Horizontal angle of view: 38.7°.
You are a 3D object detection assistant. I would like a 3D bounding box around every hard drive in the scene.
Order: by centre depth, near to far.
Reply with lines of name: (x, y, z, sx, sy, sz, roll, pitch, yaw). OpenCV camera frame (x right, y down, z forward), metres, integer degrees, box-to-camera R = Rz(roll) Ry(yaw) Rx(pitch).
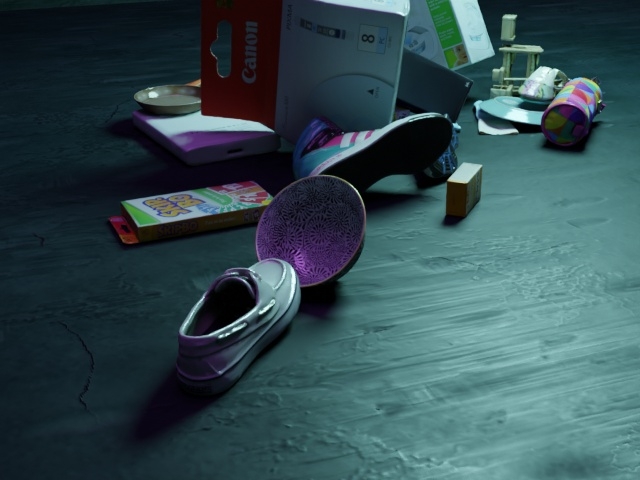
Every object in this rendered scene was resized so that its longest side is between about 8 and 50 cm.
hard drive: (-0.242, -0.230, 1.897, 0.203, 0.040, 0.307, -13, 27, -27)

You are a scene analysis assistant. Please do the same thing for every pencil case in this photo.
pencil case: (0.531, -0.272, 1.907, 0.104, 0.104, 0.236, 10, 27, 23)

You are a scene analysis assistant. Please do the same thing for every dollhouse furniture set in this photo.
dollhouse furniture set: (0.467, -0.426, 2.151, 0.101, 0.181, 0.161, 7, 25, 17)

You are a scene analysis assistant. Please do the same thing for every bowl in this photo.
bowl: (0.000, 0.000, 1.286, 0.170, 0.170, 0.080, 15, -16, 31)

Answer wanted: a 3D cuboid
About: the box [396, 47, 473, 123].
box: (0.150, -0.339, 1.867, 0.261, 0.103, 0.184, 20, 4, -25)

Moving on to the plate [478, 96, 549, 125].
plate: (0.442, -0.289, 2.004, 0.188, 0.024, 0.188, 8, 23, -3)

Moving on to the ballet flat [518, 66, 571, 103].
ballet flat: (0.506, -0.346, 2.035, 0.077, 0.079, 0.221, 29, 21, 30)

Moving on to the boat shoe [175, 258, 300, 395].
boat shoe: (-0.100, 0.078, 1.116, 0.096, 0.088, 0.267, 11, 31, 23)

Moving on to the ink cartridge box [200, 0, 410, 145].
ink cartridge box: (-0.045, -0.318, 1.698, 0.385, 0.308, 0.091, 9, 37, 4)

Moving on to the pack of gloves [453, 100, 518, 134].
pack of gloves: (0.324, -0.289, 2.015, 0.195, 0.046, 0.232, 0, 24, 3)

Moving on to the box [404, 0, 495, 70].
box: (0.245, -0.500, 2.164, 0.262, 0.231, 0.127, -12, 12, 40)

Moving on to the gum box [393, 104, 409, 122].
gum box: (0.087, -0.261, 1.930, 0.107, 0.062, 0.188, -15, 28, -33)

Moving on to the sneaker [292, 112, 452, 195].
sneaker: (0.071, -0.165, 1.617, 0.296, 0.123, 0.178, -25, 36, -18)

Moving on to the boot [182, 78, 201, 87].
boot: (-0.302, -0.357, 2.168, 0.085, 0.059, 0.158, 5, 25, 24)

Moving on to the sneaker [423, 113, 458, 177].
sneaker: (0.210, -0.167, 1.726, 0.081, 0.080, 0.211, -20, 19, 22)

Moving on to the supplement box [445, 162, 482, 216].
supplement box: (0.242, -0.086, 1.533, 0.036, 0.062, 0.098, 9, 26, 22)

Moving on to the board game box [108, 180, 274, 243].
board game box: (-0.208, -0.048, 1.495, 0.259, 0.039, 0.124, -13, 26, -21)

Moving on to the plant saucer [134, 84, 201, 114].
plant saucer: (-0.318, -0.304, 1.977, 0.168, 0.029, 0.168, 0, 24, 0)
